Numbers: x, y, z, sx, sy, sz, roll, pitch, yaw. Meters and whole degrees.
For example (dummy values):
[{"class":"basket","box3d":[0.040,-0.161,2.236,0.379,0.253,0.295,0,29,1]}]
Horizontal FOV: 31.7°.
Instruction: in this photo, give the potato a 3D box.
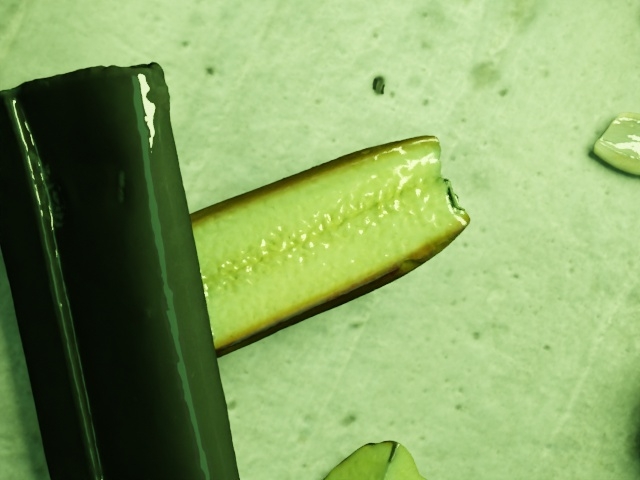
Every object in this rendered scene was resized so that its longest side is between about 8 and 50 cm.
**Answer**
[{"class":"potato","box3d":[0.058,0.262,1.026,0.120,0.081,0.149,28,76,-38]}]

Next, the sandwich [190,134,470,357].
[{"class":"sandwich","box3d":[0.000,0.000,0.946,0.236,0.128,0.122,-21,93,0]}]

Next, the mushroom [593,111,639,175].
[{"class":"mushroom","box3d":[0.342,-0.070,1.010,0.202,0.054,0.059,12,91,-1]}]

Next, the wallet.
[{"class":"wallet","box3d":[-0.174,0.070,0.911,0.228,0.062,0.405,-3,99,40]}]
